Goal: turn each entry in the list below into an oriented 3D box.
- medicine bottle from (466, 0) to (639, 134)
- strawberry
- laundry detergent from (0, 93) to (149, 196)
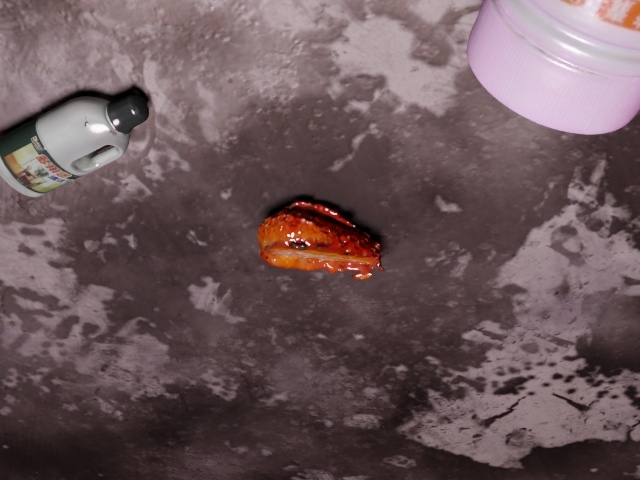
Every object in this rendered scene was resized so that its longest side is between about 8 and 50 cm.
[{"bbox_3d":[0.284,-0.276,0.805,0.202,0.202,0.316,11,138,-7],"label":"medicine bottle"},{"bbox_3d":[0.000,0.000,1.239,0.188,0.082,0.121,11,158,-21],"label":"strawberry"},{"bbox_3d":[-0.317,-0.132,1.115,0.225,0.070,0.099,-21,124,24],"label":"laundry detergent"}]
